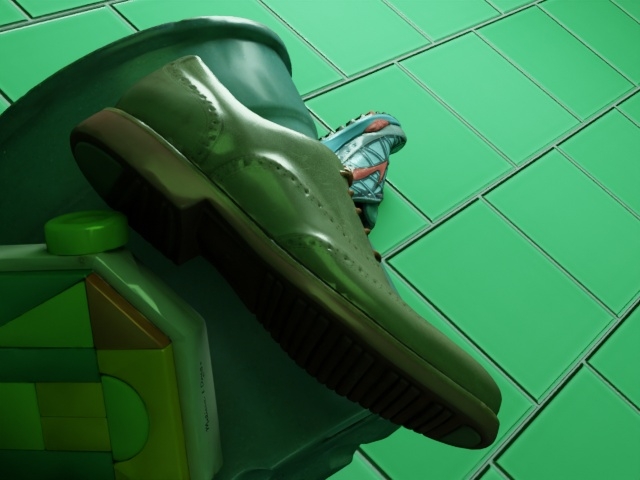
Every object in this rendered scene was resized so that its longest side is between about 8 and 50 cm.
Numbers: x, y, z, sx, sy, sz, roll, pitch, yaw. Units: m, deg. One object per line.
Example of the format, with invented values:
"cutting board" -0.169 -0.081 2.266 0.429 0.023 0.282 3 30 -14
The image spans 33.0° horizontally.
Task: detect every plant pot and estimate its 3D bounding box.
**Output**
"plant pot" -0.088 0.051 0.920 0.341 0.341 0.334 -17 68 -44

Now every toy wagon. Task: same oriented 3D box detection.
"toy wagon" -0.242 0.118 0.774 0.344 0.267 0.068 -2 13 15

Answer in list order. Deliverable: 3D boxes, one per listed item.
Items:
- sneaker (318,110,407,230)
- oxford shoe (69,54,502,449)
"sneaker" 0.028 -0.064 1.299 0.262 0.104 0.125 -32 87 -44
"oxford shoe" 0.000 0.000 0.733 0.348 0.123 0.130 41 65 1
